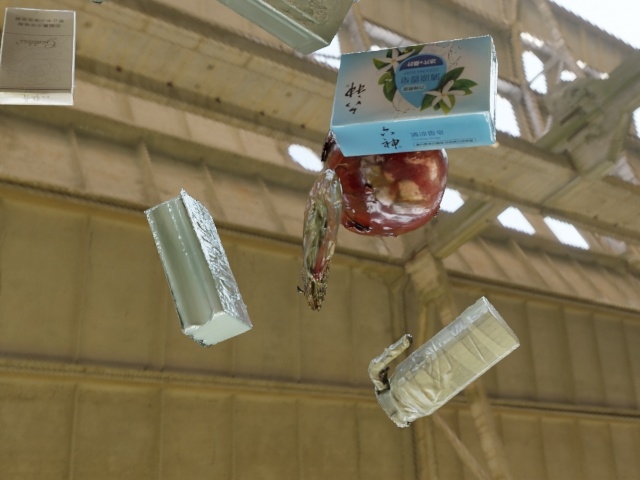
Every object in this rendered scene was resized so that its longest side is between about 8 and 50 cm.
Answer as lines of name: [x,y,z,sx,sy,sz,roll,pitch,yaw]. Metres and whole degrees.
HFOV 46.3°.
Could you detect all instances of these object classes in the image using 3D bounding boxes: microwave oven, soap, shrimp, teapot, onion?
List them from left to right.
soap: [-0.214,0.048,1.313,0.150,0.094,0.261,62,-175,-66]
microwave oven: [-0.023,-0.475,1.177,0.237,0.295,0.181,29,179,-18]
shrimp: [0.000,0.000,0.995,0.042,0.101,0.190,6,-87,-20]
onion: [0.127,-0.139,1.465,0.276,0.276,0.276,23,-135,-25]
teapot: [0.157,0.158,1.010,0.107,0.200,0.077,46,-167,-10]

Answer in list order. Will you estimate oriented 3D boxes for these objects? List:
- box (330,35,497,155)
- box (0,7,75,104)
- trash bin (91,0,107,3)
box: [0.140,-0.210,1.102,0.083,0.232,0.142,60,-147,-56]
box: [-0.439,-0.287,1.164,0.109,0.029,0.198,-1,-125,-14]
trash bin: [-0.262,-0.442,0.845,0.277,0.262,0.217,-6,-121,-45]
